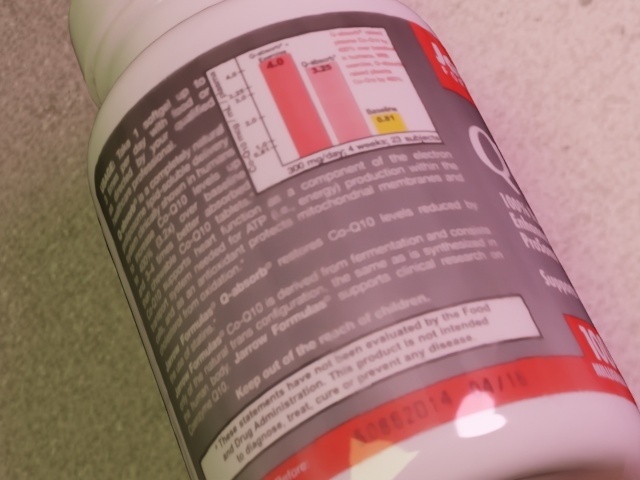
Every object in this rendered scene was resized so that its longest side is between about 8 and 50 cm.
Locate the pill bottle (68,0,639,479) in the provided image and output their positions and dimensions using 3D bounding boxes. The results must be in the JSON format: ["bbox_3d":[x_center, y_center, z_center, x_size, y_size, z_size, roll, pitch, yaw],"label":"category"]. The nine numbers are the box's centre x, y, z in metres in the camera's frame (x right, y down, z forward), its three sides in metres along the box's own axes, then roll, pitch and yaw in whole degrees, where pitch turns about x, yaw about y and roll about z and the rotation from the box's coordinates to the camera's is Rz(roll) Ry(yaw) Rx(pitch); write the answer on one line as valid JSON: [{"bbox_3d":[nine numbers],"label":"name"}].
[{"bbox_3d":[0.000,0.000,0.772,0.210,0.210,0.363,-34,60,19],"label":"pill bottle"}]
